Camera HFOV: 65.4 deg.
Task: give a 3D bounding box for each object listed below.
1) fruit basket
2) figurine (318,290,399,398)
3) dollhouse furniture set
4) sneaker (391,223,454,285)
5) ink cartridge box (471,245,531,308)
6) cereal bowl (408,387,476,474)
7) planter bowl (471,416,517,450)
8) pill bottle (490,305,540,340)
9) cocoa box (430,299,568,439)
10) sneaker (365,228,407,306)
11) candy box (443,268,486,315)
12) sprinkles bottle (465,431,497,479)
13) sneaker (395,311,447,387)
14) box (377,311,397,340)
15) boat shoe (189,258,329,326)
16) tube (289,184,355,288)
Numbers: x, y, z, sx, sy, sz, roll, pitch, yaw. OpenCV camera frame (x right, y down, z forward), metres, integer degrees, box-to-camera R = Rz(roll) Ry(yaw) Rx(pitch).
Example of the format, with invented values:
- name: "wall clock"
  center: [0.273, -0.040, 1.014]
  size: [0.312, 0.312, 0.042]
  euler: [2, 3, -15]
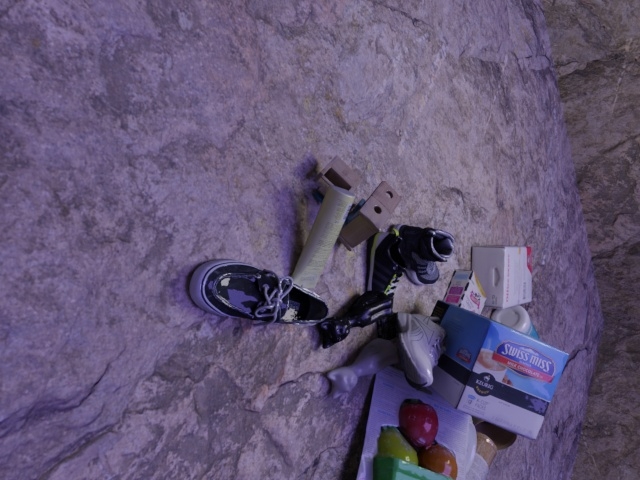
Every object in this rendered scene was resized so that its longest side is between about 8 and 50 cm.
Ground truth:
- name: "fruit basket"
  center: [0.249, 0.542, 1.314]
  size: [0.327, 0.165, 0.353]
  euler: [26, 51, -17]
- name: "figurine"
  center: [0.085, 0.255, 1.211]
  size: [0.209, 0.092, 0.215]
  euler: [-20, 106, -40]
- name: "dollhouse furniture set"
  center: [0.068, -0.100, 1.176]
  size: [0.184, 0.129, 0.129]
  euler: [44, 52, -5]
- name: "sneaker"
  center: [0.315, 0.050, 1.418]
  size: [0.268, 0.153, 0.101]
  euler: [47, 56, -39]
- name: "ink cartridge box"
  center: [0.690, 0.131, 1.887]
  size: [0.306, 0.131, 0.226]
  euler: [3, 89, -49]
- name: "cereal bowl"
  center: [0.374, 0.615, 1.508]
  size: [0.339, 0.141, 0.339]
  euler: [-2, 93, -49]
- name: "planter bowl"
  center: [0.614, 0.662, 1.801]
  size: [0.109, 0.162, 0.162]
  euler: [-75, 147, -60]
- name: "pill bottle"
  center: [0.787, 0.377, 1.991]
  size: [0.264, 0.146, 0.146]
  euler: [50, 54, -37]
- name: "cocoa box"
  center: [0.427, 0.322, 1.329]
  size: [0.231, 0.347, 0.228]
  euler: [24, 88, -8]
- name: "sneaker"
  center: [0.177, 0.087, 1.297]
  size: [0.084, 0.097, 0.234]
  euler: [-11, 99, -49]
- name: "candy box"
  center: [0.476, 0.235, 1.677]
  size: [0.159, 0.071, 0.233]
  euler: [55, 51, -34]
- name: "sprinkles bottle"
  center: [0.463, 0.791, 1.628]
  size: [0.355, 0.121, 0.121]
  euler: [-38, 119, -43]
- name: "sneaker"
  center: [0.259, 0.258, 1.254]
  size: [0.297, 0.129, 0.111]
  euler: [-76, 158, -68]
- name: "box"
  center: [0.186, 0.239, 1.371]
  size: [0.083, 0.018, 0.067]
  euler: [-12, 100, -49]
- name: "boat shoe"
  center: [-0.102, 0.113, 0.955]
  size: [0.306, 0.105, 0.113]
  euler: [30, 70, -45]
- name: "tube"
  center: [0.000, 0.000, 1.079]
  size: [0.070, 0.062, 0.240]
  euler: [19, 105, -10]
